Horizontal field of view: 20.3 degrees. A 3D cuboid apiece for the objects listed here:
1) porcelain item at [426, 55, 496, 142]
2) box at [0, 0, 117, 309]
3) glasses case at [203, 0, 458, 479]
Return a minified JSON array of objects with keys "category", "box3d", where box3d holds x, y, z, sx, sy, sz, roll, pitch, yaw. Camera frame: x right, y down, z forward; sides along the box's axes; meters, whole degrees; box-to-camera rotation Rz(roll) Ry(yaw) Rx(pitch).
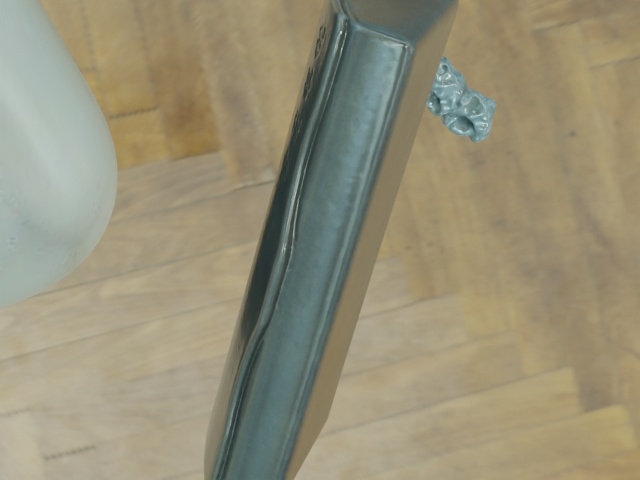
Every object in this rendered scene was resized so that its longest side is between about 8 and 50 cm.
[{"category":"porcelain item","box3d":[0.081,-0.092,1.128,0.083,0.036,0.028,42,54,-34]},{"category":"box","box3d":[-0.280,-0.085,0.874,0.288,0.141,0.349,-19,127,12]},{"category":"glasses case","box3d":[0.000,0.002,0.607,0.042,0.072,0.191,17,120,1]}]
